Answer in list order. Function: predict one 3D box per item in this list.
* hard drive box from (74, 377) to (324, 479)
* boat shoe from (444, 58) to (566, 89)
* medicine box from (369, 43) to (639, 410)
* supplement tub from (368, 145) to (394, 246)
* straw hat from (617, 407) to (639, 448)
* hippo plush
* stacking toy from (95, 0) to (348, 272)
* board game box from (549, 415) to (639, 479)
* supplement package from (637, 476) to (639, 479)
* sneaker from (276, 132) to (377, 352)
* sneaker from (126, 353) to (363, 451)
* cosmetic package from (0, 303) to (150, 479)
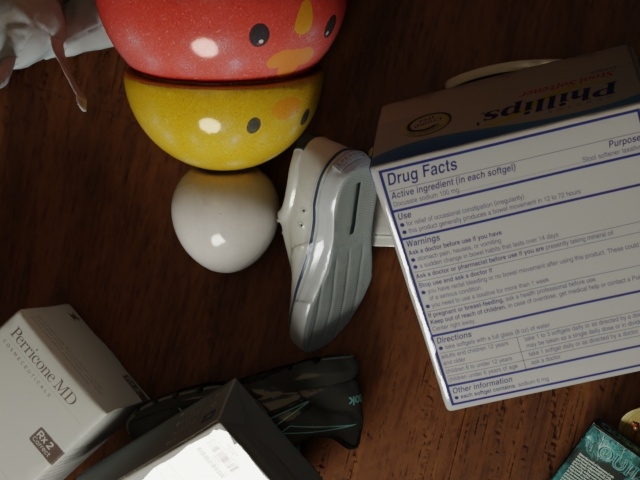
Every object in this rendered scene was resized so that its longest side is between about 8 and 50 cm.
[{"bbox_3d":[-0.130,0.282,1.586,0.232,0.089,0.181,-32,107,21],"label":"hard drive box"},{"bbox_3d":[0.285,-0.128,1.535,0.319,0.116,0.099,2,86,8],"label":"boat shoe"},{"bbox_3d":[0.215,-0.010,1.475,0.263,0.149,0.289,-13,115,12],"label":"medicine box"},{"bbox_3d":[0.084,-0.047,1.601,0.071,0.071,0.107,0,89,13],"label":"supplement tub"},{"bbox_3d":[0.381,0.197,1.534,0.144,0.144,0.061,36,57,10],"label":"straw hat"},{"bbox_3d":[-0.346,-0.233,1.660,0.236,0.234,0.294,-28,66,41],"label":"hippo plush"},{"bbox_3d":[-0.094,-0.198,1.569,0.350,0.350,0.480,2,109,13],"label":"stacking toy"},{"bbox_3d":[0.327,0.284,1.553,0.186,0.026,0.126,36,113,10],"label":"board game box"},{"bbox_3d":[0.323,0.352,1.483,0.139,0.134,0.244,31,112,11],"label":"supplement package"},{"bbox_3d":[0.000,0.000,1.581,0.091,0.094,0.258,40,133,34],"label":"sneaker"},{"bbox_3d":[-0.081,0.196,1.624,0.267,0.101,0.106,-13,89,13],"label":"sneaker"},{"bbox_3d":[-0.318,0.185,1.649,0.183,0.151,0.151,-43,82,9],"label":"cosmetic package"}]
